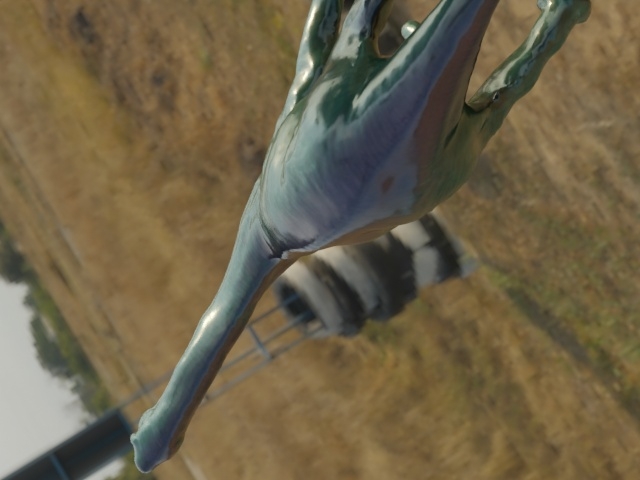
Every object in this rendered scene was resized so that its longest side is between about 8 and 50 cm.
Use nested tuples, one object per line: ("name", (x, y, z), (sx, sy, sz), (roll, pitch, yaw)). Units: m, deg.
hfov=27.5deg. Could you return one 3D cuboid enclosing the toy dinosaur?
("toy dinosaur", (0.000, 0.000, 0.679), (0.129, 0.331, 0.383), (27, 174, -12))
